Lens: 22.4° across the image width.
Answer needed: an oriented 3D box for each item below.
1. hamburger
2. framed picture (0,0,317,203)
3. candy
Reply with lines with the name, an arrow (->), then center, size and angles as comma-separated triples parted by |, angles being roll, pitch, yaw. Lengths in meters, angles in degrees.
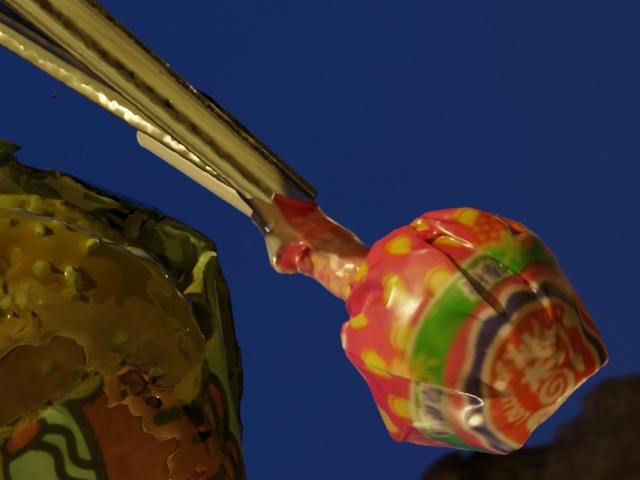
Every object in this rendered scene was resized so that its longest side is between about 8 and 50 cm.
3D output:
hamburger -> -0.126, 0.052, 0.515 | 0.214, 0.125, 0.235 | -5, -84, -12
framed picture -> -0.148, -0.108, 0.420 | 0.019, 0.232, 0.296 | -56, -36, -4
candy -> 0.000, 0.000, 0.892 | 0.124, 0.365, 0.124 | -19, -56, -31
